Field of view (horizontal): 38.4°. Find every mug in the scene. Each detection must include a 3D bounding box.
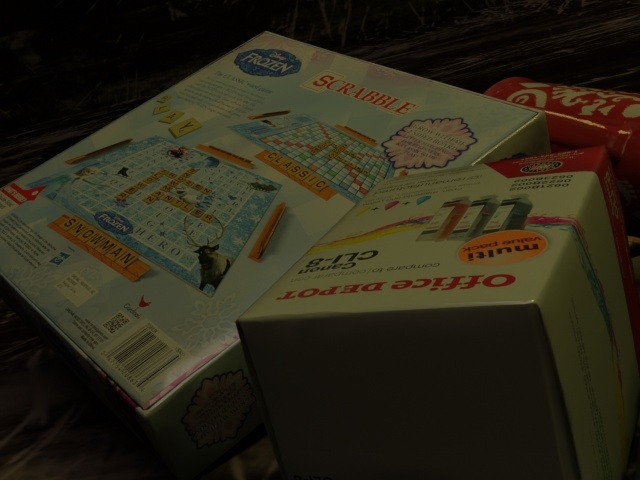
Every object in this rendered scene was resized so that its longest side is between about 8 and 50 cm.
[{"bbox_3d":[0.191,-0.059,0.685,0.150,0.113,0.169,-16,19,-32],"label":"mug"}]

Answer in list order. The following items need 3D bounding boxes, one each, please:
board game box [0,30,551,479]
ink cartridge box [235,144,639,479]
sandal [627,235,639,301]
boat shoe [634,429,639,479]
[{"bbox_3d":[-0.061,-0.025,0.655,0.318,0.066,0.319,-36,39,-22],"label":"board game box"},{"bbox_3d":[0.068,0.049,0.422,0.128,0.127,0.176,-6,20,27],"label":"ink cartridge box"},{"bbox_3d":[0.141,0.024,0.549,0.219,0.060,0.090,-11,18,15],"label":"sandal"},{"bbox_3d":[0.174,0.066,0.377,0.076,0.080,0.228,10,22,19],"label":"boat shoe"}]
